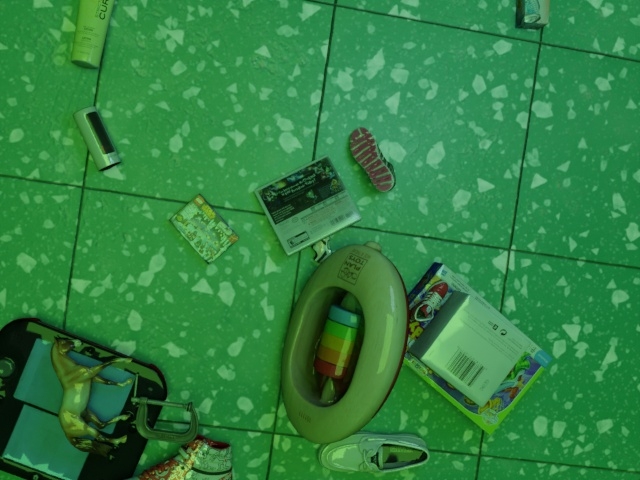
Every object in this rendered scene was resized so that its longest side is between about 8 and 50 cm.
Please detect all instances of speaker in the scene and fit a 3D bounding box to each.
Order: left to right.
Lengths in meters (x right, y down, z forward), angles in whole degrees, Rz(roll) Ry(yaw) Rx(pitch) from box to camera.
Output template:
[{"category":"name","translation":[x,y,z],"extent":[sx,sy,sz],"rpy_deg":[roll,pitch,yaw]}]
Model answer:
[{"category":"speaker","translation":[-0.489,-0.221,1.654],"extent":[0.055,0.055,0.136],"rpy_deg":[-24,94,-6]}]

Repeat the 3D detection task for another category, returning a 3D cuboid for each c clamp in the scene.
[{"category":"c clamp","translation":[-0.339,0.374,1.643],"extent":[0.160,0.022,0.137],"rpy_deg":[13,95,2]}]

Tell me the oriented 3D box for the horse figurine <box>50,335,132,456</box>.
[{"category":"horse figurine","translation":[-0.494,0.341,1.610],"extent":[0.174,0.066,0.263],"rpy_deg":[4,94,-8]}]

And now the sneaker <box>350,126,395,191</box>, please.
[{"category":"sneaker","translation":[0.123,-0.180,1.734],"extent":[0.063,0.075,0.170],"rpy_deg":[-32,73,12]}]

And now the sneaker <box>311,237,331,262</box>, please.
[{"category":"sneaker","translation":[0.000,0.000,1.731],"extent":[0.043,0.040,0.109],"rpy_deg":[-6,92,-5]}]

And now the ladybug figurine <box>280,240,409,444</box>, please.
[{"category":"ladybug figurine","translation":[0.068,0.222,1.645],"extent":[0.162,0.305,0.449],"rpy_deg":[13,98,-45]}]

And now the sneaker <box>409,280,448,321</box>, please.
[{"category":"sneaker","translation":[0.245,0.137,1.673],"extent":[0.118,0.067,0.042],"rpy_deg":[-44,96,-4]}]

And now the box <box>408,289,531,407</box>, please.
[{"category":"box","translation":[0.324,0.235,1.659],"extent":[0.181,0.119,0.182],"rpy_deg":[38,86,-7]}]

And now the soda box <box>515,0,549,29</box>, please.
[{"category":"soda box","translation":[0.499,-0.593,1.768],"extent":[0.063,0.058,0.183],"rpy_deg":[2,91,-8]}]

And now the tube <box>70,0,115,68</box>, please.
[{"category":"tube","translation":[-0.494,-0.498,1.645],"extent":[0.070,0.062,0.240],"rpy_deg":[15,83,-48]}]

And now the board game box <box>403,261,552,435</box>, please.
[{"category":"board game box","translation":[0.331,0.250,1.761],"extent":[0.347,0.078,0.233],"rpy_deg":[40,87,-7]}]

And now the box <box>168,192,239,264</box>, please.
[{"category":"box","translation":[-0.262,-0.026,1.702],"extent":[0.094,0.027,0.137],"rpy_deg":[-42,96,-5]}]

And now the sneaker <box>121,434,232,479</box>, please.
[{"category":"sneaker","translation":[-0.326,0.503,1.670],"extent":[0.270,0.090,0.145],"rpy_deg":[7,90,-18]}]

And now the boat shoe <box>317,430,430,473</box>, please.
[{"category":"boat shoe","translation":[0.124,0.489,1.738],"extent":[0.258,0.084,0.095],"rpy_deg":[-6,93,-7]}]

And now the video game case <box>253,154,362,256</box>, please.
[{"category":"video game case","translation":[-0.029,-0.080,1.712],"extent":[0.190,0.022,0.173],"rpy_deg":[-27,79,-5]}]

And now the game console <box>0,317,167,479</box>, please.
[{"category":"game console","translation":[-0.564,0.378,1.661],"extent":[0.386,0.060,0.342],"rpy_deg":[24,88,-7]}]
